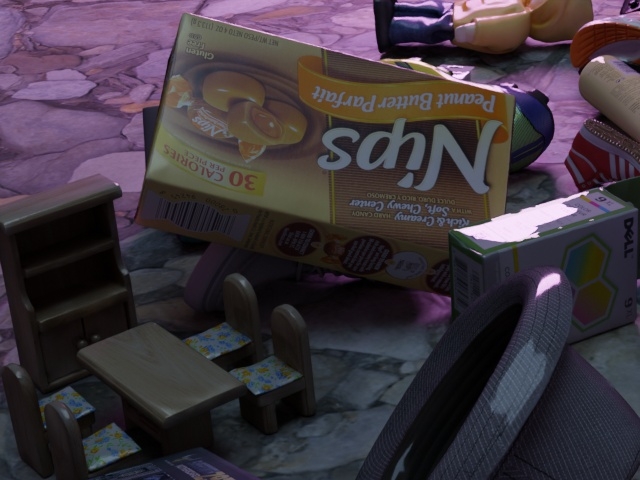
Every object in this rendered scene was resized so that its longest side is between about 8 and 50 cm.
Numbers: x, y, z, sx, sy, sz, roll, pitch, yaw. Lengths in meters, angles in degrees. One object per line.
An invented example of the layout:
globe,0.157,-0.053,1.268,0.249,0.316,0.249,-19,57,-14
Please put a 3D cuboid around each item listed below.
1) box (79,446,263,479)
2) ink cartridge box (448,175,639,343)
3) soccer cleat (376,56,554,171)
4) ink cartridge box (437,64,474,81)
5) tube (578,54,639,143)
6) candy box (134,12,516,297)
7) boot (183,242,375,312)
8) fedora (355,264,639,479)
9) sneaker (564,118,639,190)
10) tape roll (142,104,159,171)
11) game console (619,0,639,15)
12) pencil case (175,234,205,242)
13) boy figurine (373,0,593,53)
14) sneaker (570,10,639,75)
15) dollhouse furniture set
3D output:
box,-0.132,0.191,0.927,0.183,0.059,0.233,-14,3,-16
ink cartridge box,0.213,0.024,1.244,0.209,0.109,0.062,-16,28,-22
soccer cleat,0.117,-0.135,1.617,0.289,0.093,0.121,13,38,35
ink cartridge box,0.153,-0.188,1.787,0.048,0.028,0.083,8,29,26
tube,0.365,-0.132,1.607,0.070,0.062,0.240,-50,34,8
candy box,0.008,-0.073,1.306,0.317,0.087,0.182,14,60,-9
boot,0.000,0.000,1.358,0.123,0.095,0.258,38,65,17
fedora,0.122,0.143,0.945,0.124,0.243,0.275,33,-10,-2
sneaker,0.307,-0.068,1.506,0.118,0.067,0.042,35,35,10
tape roll,-0.075,-0.108,1.530,0.219,0.072,0.219,-2,3,0
game console,0.484,-0.378,1.975,0.213,0.044,0.361,-33,13,30
pencil case,-0.075,-0.035,1.469,0.152,0.070,0.064,-5,26,3
boy figurine,0.214,-0.296,1.934,0.285,0.092,0.177,-2,23,15
sneaker,0.443,-0.246,1.781,0.263,0.099,0.121,5,23,19
dollhouse furniture set,-0.157,0.067,1.168,0.212,0.161,0.242,-21,30,-30
